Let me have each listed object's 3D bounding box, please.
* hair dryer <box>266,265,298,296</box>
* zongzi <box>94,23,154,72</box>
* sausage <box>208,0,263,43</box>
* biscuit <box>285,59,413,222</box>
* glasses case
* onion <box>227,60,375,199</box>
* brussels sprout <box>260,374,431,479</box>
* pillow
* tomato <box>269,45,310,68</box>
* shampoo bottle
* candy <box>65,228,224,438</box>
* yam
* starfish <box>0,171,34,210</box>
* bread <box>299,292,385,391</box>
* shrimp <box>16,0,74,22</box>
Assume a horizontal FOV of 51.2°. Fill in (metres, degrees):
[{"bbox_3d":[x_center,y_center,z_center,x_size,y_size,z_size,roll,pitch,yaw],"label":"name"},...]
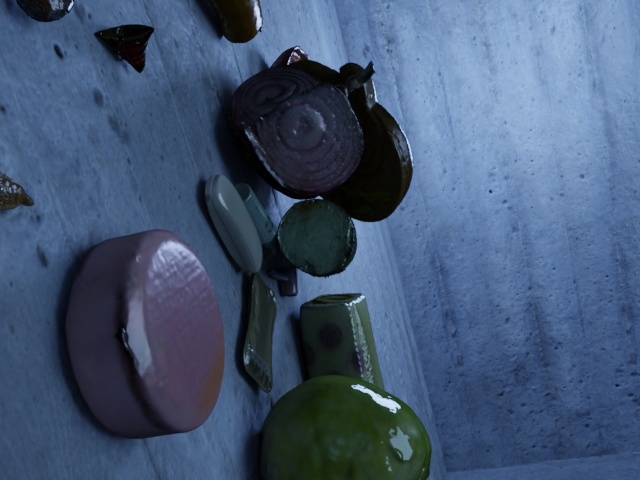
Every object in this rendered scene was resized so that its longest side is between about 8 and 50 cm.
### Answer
[{"bbox_3d":[-0.084,0.080,1.400,0.114,0.037,0.063,27,54,-63],"label":"hair dryer"},{"bbox_3d":[-0.272,-0.275,0.912,0.083,0.073,0.067,-23,-105,64],"label":"zongzi"},{"bbox_3d":[-0.192,-0.496,1.282,0.270,0.109,0.109,50,32,-58],"label":"sausage"},{"bbox_3d":[0.031,-0.224,1.451,0.070,0.394,0.350,-36,152,-36],"label":"biscuit"},{"bbox_3d":[-0.150,-0.026,1.173,0.081,0.051,0.204,-83,158,-48],"label":"glasses case"},{"bbox_3d":[-0.054,-0.216,1.332,0.230,0.272,0.256,-146,-133,-62],"label":"onion"},{"bbox_3d":[0.028,0.373,1.154,0.273,0.317,0.242,60,-9,11],"label":"brussels sprout"},{"bbox_3d":[-0.109,0.163,1.224,0.130,0.033,0.217,62,22,-47],"label":"pillow"},{"bbox_3d":[-0.071,-0.362,1.669,0.228,0.101,0.228,-12,90,-68],"label":"tomato"},{"bbox_3d":[-0.122,-0.032,1.286,0.195,0.056,0.056,60,23,-52],"label":"shampoo bottle"},{"bbox_3d":[-0.199,0.109,0.785,0.255,0.094,0.255,-11,90,-76],"label":"candy"},{"bbox_3d":[0.000,0.000,1.446,0.304,0.168,0.168,22,57,-86],"label":"yam"},{"bbox_3d":[-0.327,-0.073,0.526,0.295,0.048,0.231,-45,133,-71],"label":"starfish"},{"bbox_3d":[0.052,0.292,1.514,0.187,0.155,0.338,-16,96,-69],"label":"bread"},{"bbox_3d":[-0.309,-0.327,0.757,0.073,0.075,0.190,15,67,-39],"label":"shrimp"}]
